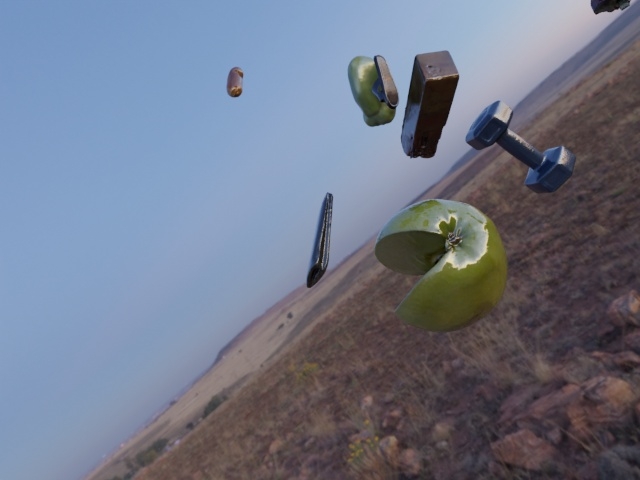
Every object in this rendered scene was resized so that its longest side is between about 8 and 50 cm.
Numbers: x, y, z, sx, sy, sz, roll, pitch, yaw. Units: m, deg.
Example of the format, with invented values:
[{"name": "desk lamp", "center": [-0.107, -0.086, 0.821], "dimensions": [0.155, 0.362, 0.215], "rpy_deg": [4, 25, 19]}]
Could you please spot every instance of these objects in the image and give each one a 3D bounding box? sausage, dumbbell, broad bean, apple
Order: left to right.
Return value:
[{"name": "sausage", "center": [-0.321, -0.592, 1.754], "dimensions": [0.054, 0.062, 0.183], "rpy_deg": [-35, 43, 32]}, {"name": "broad bean", "center": [0.161, -0.456, 1.437], "dimensions": [0.100, 0.228, 0.169], "rpy_deg": [-5, 53, 35]}, {"name": "apple", "center": [0.257, 0.050, 1.017], "dimensions": [0.292, 0.292, 0.254], "rpy_deg": [-38, -18, -19]}, {"name": "dumbbell", "center": [0.616, -0.284, 1.447], "dimensions": [0.144, 0.324, 0.160], "rpy_deg": [-55, 4, -1]}]

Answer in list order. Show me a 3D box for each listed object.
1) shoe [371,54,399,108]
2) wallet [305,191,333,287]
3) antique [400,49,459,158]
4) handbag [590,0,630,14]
[{"name": "shoe", "center": [0.163, -0.415, 1.249], "dimensions": [0.062, 0.160, 0.053], "rpy_deg": [-4, -13, -45]}, {"name": "wallet", "center": [0.000, 0.000, 1.334], "dimensions": [0.169, 0.052, 0.246], "rpy_deg": [113, 167, -62]}, {"name": "antique", "center": [0.274, -0.331, 1.212], "dimensions": [0.087, 0.094, 0.310], "rpy_deg": [-9, -29, -4]}, {"name": "handbag", "center": [0.632, -0.569, 0.906], "dimensions": [0.212, 0.235, 0.127], "rpy_deg": [-4, -11, 33]}]
